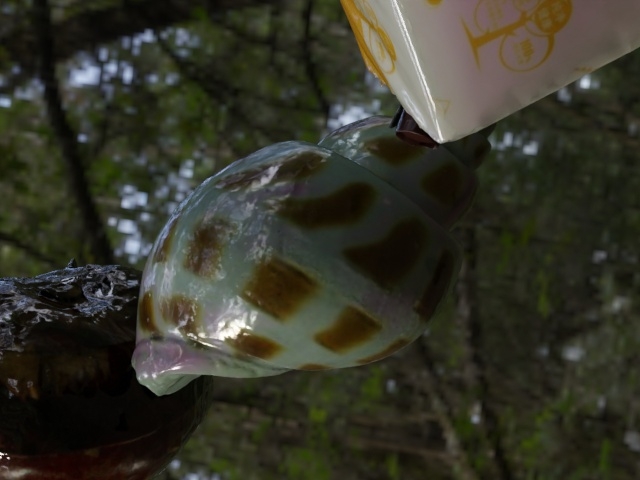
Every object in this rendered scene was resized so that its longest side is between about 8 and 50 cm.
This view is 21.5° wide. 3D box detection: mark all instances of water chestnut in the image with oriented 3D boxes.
[{"bbox_3d":[-0.246,0.165,1.621,0.300,0.300,0.300,9,-90,-77],"label":"water chestnut"}]

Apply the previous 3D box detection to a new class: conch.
[{"bbox_3d":[-0.001,0.001,1.474,0.249,0.368,0.197,34,139,55],"label":"conch"}]

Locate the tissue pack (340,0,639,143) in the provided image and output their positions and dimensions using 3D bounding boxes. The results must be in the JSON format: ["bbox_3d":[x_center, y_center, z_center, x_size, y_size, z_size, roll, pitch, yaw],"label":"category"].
[{"bbox_3d":[0.071,-0.183,0.647,0.225,0.185,0.124,65,173,-31],"label":"tissue pack"}]

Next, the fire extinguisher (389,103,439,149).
[{"bbox_3d":[0.095,-0.138,1.324,0.039,0.056,0.132,157,134,-72],"label":"fire extinguisher"}]
